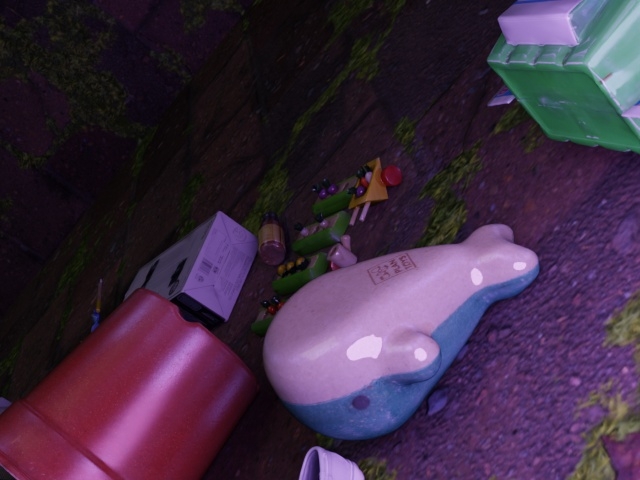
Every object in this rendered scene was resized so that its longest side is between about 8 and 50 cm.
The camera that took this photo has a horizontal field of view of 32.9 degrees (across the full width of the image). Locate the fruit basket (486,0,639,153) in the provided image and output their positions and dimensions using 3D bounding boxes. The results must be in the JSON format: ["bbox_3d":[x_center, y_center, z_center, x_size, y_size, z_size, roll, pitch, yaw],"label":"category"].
[{"bbox_3d":[0.319,-0.244,0.944,0.353,0.165,0.327,-51,19,-2],"label":"fruit basket"}]

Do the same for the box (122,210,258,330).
[{"bbox_3d":[-0.230,0.086,1.766,0.290,0.087,0.169,-31,30,47],"label":"box"}]

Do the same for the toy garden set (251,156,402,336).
[{"bbox_3d":[0.000,0.000,1.435,0.204,0.049,0.244,-22,37,57],"label":"toy garden set"}]

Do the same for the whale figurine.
[{"bbox_3d":[0.083,0.088,1.024,0.272,0.141,0.216,-28,21,-1],"label":"whale figurine"}]

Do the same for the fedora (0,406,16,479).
[{"bbox_3d":[-0.414,0.324,1.636,0.243,0.275,0.124,-6,74,23],"label":"fedora"}]

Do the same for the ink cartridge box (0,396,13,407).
[{"bbox_3d":[-0.508,0.364,1.807,0.128,0.176,0.127,-27,32,53],"label":"ink cartridge box"}]

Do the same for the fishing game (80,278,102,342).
[{"bbox_3d":[-0.406,0.215,1.870,0.189,0.041,0.264,-110,30,-67],"label":"fishing game"}]

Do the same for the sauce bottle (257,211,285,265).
[{"bbox_3d":[-0.074,-0.005,1.632,0.042,0.042,0.128,-48,18,17],"label":"sauce bottle"}]

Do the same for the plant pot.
[{"bbox_3d":[-0.229,0.219,1.320,0.265,0.272,0.272,-50,18,-16],"label":"plant pot"}]

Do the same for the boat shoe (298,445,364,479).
[{"bbox_3d":[-0.008,0.268,0.978,0.066,0.063,0.184,-33,28,46],"label":"boat shoe"}]
